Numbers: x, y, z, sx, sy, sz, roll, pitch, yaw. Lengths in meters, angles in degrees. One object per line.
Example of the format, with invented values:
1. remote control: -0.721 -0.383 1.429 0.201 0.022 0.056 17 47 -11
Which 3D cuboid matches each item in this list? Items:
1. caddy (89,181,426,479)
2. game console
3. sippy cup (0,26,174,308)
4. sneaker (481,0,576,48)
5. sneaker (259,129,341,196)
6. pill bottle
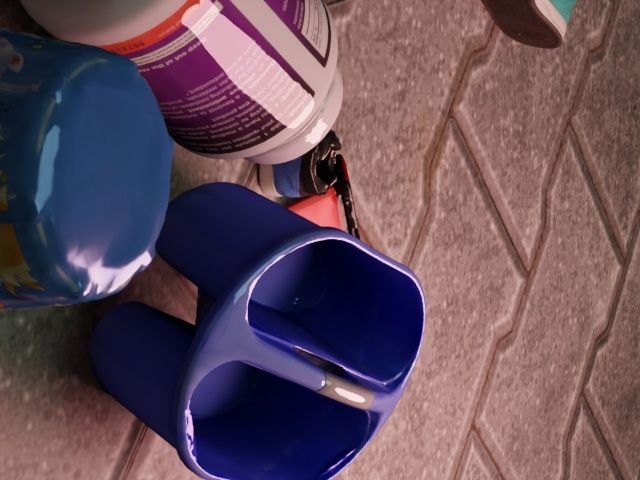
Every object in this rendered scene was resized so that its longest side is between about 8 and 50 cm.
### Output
1. caddy: -0.036 0.097 1.571 0.241 0.179 0.341 -61 148 1
2. game console: 0.000 0.000 1.880 0.124 0.085 0.144 -100 180 -63
3. sippy cup: -0.231 -0.048 1.208 0.240 0.224 0.305 60 43 -46
4. sneaker: 0.265 -0.376 2.207 0.295 0.124 0.178 48 57 -64
5. sneaker: -0.020 -0.115 1.748 0.058 0.085 0.152 -29 119 -58
6. pill bottle: -0.102 -0.183 1.480 0.323 0.182 0.181 43 57 -57
